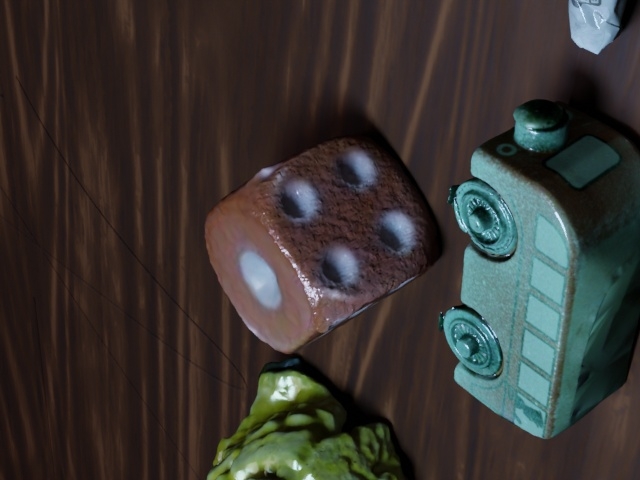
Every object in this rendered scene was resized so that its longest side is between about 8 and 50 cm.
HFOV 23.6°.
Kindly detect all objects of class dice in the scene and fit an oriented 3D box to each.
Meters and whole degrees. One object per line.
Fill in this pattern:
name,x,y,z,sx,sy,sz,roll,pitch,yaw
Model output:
dice,0.000,0.000,1.583,0.174,0.179,0.175,57,153,5

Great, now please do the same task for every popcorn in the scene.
popcorn,-0.013,0.323,1.800,0.237,0.293,0.293,-78,-37,-83

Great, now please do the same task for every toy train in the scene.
toy train,0.202,0.028,1.356,0.159,0.129,0.326,34,141,33

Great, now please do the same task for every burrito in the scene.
burrito,0.225,-0.232,1.177,0.064,0.064,0.203,41,144,29
